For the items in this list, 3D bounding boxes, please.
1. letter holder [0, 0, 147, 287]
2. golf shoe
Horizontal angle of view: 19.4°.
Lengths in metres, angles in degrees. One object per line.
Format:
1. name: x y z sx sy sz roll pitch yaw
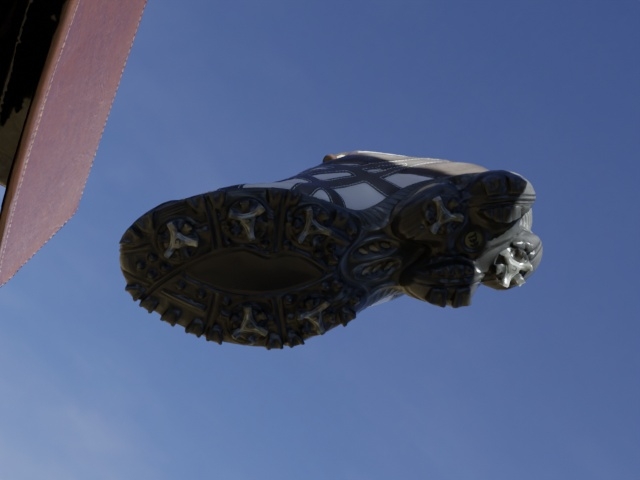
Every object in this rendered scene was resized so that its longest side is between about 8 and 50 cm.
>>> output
1. letter holder: -0.226 -0.106 1.146 0.152 0.214 0.302 29 -51 5
2. golf shoe: 0.000 0.000 0.874 0.094 0.198 0.077 -135 -136 -67
